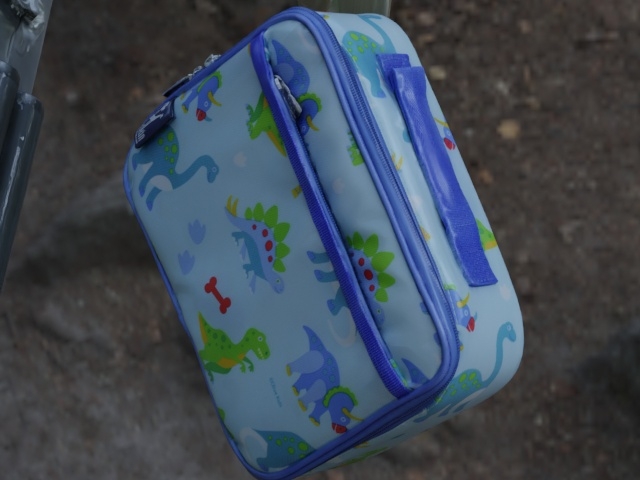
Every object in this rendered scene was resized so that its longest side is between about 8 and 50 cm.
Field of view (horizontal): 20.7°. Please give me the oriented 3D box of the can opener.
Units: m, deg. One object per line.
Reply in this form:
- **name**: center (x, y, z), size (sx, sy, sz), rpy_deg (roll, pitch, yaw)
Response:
- **can opener**: center (-0.240, -0.083, 1.180), size (0.095, 0.076, 0.283), rpy_deg (-3, 59, 19)

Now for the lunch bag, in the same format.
- **lunch bag**: center (0.000, 0.000, 0.901), size (0.090, 0.176, 0.219), rpy_deg (-6, 71, -48)

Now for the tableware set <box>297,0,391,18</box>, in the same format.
- **tableware set**: center (0.009, -0.187, 0.990), size (0.020, 0.141, 0.168), rpy_deg (-8, 21, -24)
